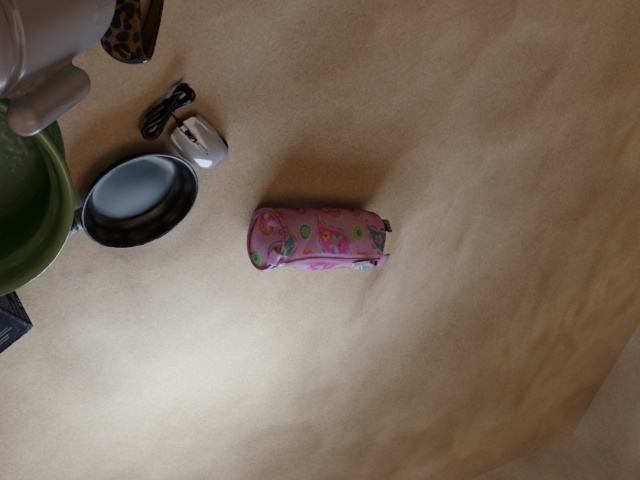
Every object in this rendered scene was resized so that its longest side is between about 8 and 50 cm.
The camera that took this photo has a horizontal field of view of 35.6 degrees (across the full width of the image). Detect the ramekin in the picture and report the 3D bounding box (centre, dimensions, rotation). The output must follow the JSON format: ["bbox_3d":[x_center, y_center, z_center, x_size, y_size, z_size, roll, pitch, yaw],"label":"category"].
[{"bbox_3d":[-0.461,-0.084,1.247,0.303,0.148,0.303,-6,124,-8],"label":"ramekin"}]

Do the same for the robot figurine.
[{"bbox_3d":[-0.362,-0.263,1.077,0.199,0.300,0.353,-19,-160,38],"label":"robot figurine"}]

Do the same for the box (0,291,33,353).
[{"bbox_3d":[-0.559,0.123,1.529,0.156,0.093,0.158,-38,147,2],"label":"box"}]

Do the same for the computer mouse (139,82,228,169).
[{"bbox_3d":[-0.197,-0.162,1.563,0.106,0.042,0.193,-42,145,5],"label":"computer mouse"}]

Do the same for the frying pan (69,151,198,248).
[{"bbox_3d":[-0.341,-0.029,1.582,0.326,0.053,0.197,-35,146,0],"label":"frying pan"}]

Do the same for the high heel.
[{"bbox_3d":[-0.188,-0.344,1.229,0.261,0.186,0.093,-47,145,14],"label":"high heel"}]

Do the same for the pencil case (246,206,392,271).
[{"bbox_3d":[0.000,0.000,1.859,0.284,0.124,0.124,2,130,-42],"label":"pencil case"}]
